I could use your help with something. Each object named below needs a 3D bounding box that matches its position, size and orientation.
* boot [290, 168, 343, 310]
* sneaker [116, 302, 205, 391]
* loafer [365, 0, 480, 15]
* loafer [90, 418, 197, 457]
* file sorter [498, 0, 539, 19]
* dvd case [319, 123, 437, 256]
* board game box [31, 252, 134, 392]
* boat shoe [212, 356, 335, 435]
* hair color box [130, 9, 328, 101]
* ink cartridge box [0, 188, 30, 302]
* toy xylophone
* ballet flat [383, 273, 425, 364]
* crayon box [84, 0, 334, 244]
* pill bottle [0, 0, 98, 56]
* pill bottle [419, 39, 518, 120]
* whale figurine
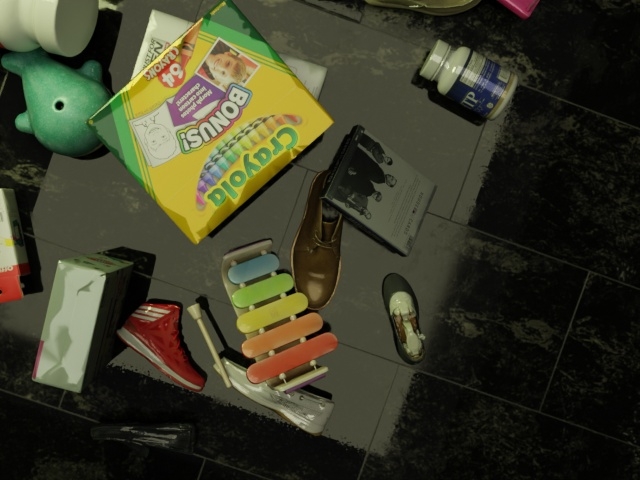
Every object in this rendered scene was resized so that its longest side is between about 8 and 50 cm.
[{"bbox_3d":[0.000,0.000,1.697,0.112,0.115,0.306,7,93,-5],"label":"boot"},{"bbox_3d":[-0.308,0.215,1.702,0.221,0.087,0.128,40,79,-17],"label":"sneaker"},{"bbox_3d":[0.220,-0.534,1.701,0.268,0.092,0.102,-2,92,-3],"label":"loafer"},{"bbox_3d":[-0.375,0.421,1.707,0.223,0.076,0.078,3,84,-7],"label":"loafer"},{"bbox_3d":[0.441,-0.650,1.635,0.202,0.182,0.291,34,76,-3],"label":"file sorter"},{"bbox_3d":[0.126,-0.101,1.674,0.238,0.029,0.179,35,69,-27],"label":"dvd case"},{"bbox_3d":[-0.457,0.149,1.579,0.097,0.303,0.224,14,91,-4],"label":"board game box"},{"bbox_3d":[-0.095,0.309,1.714,0.277,0.098,0.096,32,89,-12],"label":"boat shoe"},{"bbox_3d":[-0.191,-0.321,1.674,0.374,0.113,0.186,18,92,-4],"label":"hair color box"},{"bbox_3d":[-0.691,0.016,1.674,0.134,0.078,0.231,-10,92,-2],"label":"ink cartridge box"},{"bbox_3d":[-0.125,0.173,1.660,0.236,0.081,0.323,-29,81,-24],"label":"toy xylophone"},{"bbox_3d":[0.186,0.171,1.735,0.074,0.074,0.203,-13,92,-3],"label":"ballet flat"},{"bbox_3d":[-0.210,-0.229,1.569,0.363,0.106,0.313,-42,95,2],"label":"crayon box"},{"bbox_3d":[-0.636,-0.487,1.565,0.362,0.210,0.210,17,91,8],"label":"pill bottle"},{"bbox_3d":[0.311,-0.343,1.703,0.186,0.112,0.112,28,90,-3],"label":"pill bottle"},{"bbox_3d":[-0.542,-0.300,1.641,0.216,0.141,0.272,-37,90,-1],"label":"whale figurine"}]
